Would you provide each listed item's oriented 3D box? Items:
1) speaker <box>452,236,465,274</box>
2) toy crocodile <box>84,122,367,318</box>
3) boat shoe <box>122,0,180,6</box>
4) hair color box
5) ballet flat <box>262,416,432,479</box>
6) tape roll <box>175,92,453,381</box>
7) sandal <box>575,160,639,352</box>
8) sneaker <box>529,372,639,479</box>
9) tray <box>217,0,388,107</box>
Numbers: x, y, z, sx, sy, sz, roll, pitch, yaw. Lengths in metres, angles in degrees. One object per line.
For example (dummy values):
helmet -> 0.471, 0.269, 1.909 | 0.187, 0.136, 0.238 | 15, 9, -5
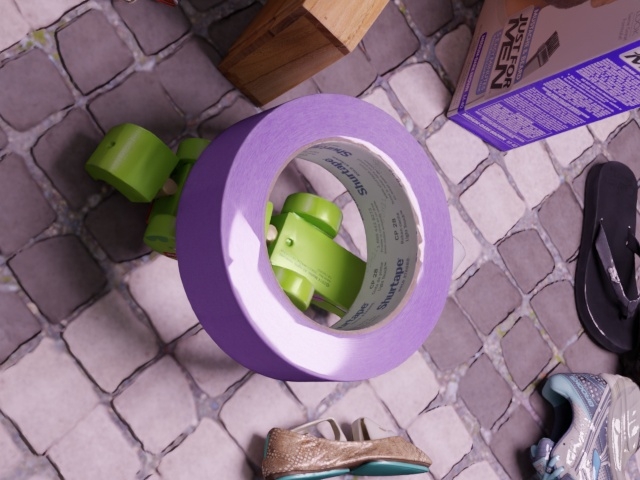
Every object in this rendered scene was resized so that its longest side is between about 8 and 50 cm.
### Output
speaker -> 0.109, 0.052, 1.230 | 0.055, 0.055, 0.136 | 47, 62, -16
toy crocodile -> -0.083, -0.010, 1.110 | 0.340, 0.105, 0.115 | 28, 68, -29
boat shoe -> -0.206, -0.267, 1.102 | 0.137, 0.049, 0.043 | 19, 76, -24
hair color box -> 0.302, -0.234, 1.225 | 0.110, 0.339, 0.185 | 28, 69, -24
ballet flat -> 0.031, 0.221, 1.150 | 0.206, 0.073, 0.067 | 5, 65, -33
tape roll -> 0.000, 0.000, 1.047 | 0.275, 0.090, 0.274 | 6, 80, -36
sandal -> 0.384, 0.018, 1.397 | 0.097, 0.054, 0.254 | 7, 78, -29
sneaker -> 0.305, 0.292, 1.288 | 0.122, 0.110, 0.283 | 13, 64, -11
tray -> 0.060, -0.339, 1.179 | 0.076, 0.203, 0.411 | 43, 64, -16
